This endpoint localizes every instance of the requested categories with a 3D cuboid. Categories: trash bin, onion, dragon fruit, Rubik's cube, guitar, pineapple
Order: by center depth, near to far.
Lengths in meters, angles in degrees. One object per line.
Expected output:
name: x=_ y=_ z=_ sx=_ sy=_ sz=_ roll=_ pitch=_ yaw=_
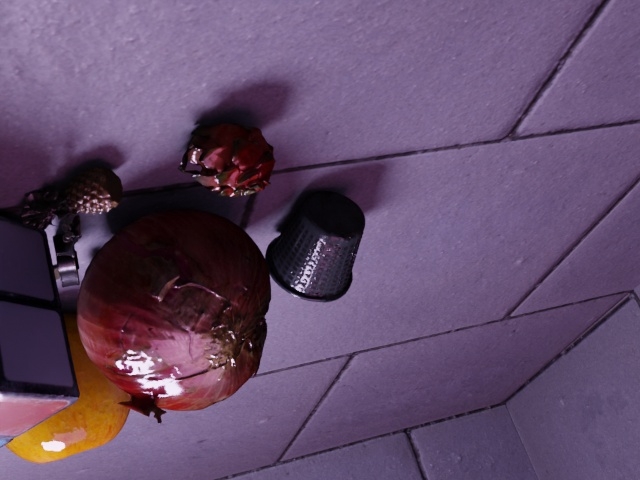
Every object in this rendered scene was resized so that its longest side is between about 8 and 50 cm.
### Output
Rubik's cube: x=-0.587 y=0.143 z=1.329 sx=0.318 sy=0.316 sz=0.313 roll=-31 pitch=153 yaw=23
pineapple: x=-0.381 y=-0.059 z=1.377 sx=0.159 sy=0.074 sz=0.074 roll=-18 pitch=156 yaw=14
dragon fruit: x=-0.139 y=-0.120 z=1.378 sx=0.142 sy=0.121 sz=0.130 roll=19 pitch=133 yaw=-18
guitar: x=-0.392 y=0.011 z=1.409 sx=0.038 sy=0.084 sz=0.271 roll=-10 pitch=170 yaw=-18
onion: x=-0.240 y=0.124 z=1.529 sx=0.353 sy=0.354 sz=0.354 roll=-17 pitch=155 yaw=-8
trash bin: x=0.000 y=0.000 z=1.684 sx=0.175 sy=0.175 sz=0.161 roll=-6 pitch=140 yaw=-29

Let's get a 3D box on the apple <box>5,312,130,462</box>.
apple: x=-0.499 y=0.288 z=1.738 sx=0.299 sy=0.275 sz=0.299 roll=-21 pitch=160 yaw=-8

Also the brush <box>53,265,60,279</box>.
brush: x=-0.534 y=0.081 z=1.584 sx=0.190 sy=0.028 sz=0.034 roll=-23 pitch=148 yaw=-13
